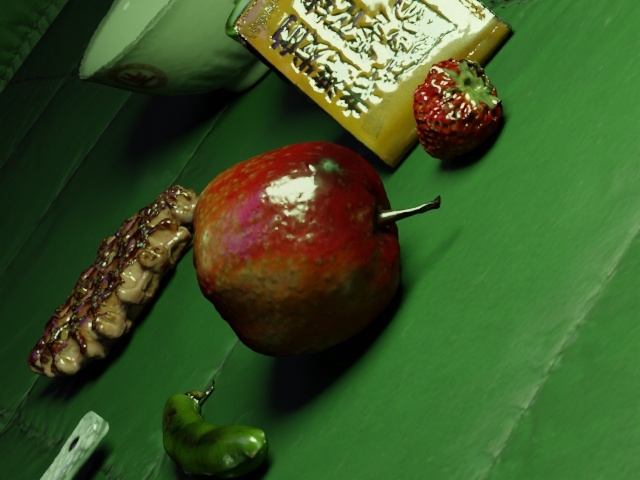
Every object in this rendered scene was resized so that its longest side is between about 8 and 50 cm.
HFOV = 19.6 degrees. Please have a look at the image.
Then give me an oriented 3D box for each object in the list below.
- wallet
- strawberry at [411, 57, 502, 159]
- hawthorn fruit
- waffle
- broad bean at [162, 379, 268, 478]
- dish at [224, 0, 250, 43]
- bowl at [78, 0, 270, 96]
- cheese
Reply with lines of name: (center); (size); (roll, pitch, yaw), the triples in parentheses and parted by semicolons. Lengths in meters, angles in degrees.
wallet: (0.037, -0.176, 1.544); (0.161, 0.195, 0.042); (-51, -18, 11)
strawberry: (0.099, -0.094, 1.415); (0.083, 0.073, 0.073); (-54, 13, 41)
hawthorn fruit: (0.000, 0.000, 1.367); (0.194, 0.157, 0.157); (-21, 31, 24)
waffle: (-0.212, 0.048, 1.900); (0.221, 0.055, 0.234); (-31, 23, 51)
broad bean: (-0.089, 0.152, 1.446); (0.069, 0.039, 0.227); (-48, 18, -5)
dish: (0.062, -0.273, 1.745); (0.324, 0.124, 0.324); (-44, 14, 14)
bowl: (-0.109, -0.268, 2.069); (0.337, 0.157, 0.337); (-45, 19, 20)
cheese: (-0.264, 0.254, 1.649); (0.235, 0.050, 0.127); (-55, 18, -5)
